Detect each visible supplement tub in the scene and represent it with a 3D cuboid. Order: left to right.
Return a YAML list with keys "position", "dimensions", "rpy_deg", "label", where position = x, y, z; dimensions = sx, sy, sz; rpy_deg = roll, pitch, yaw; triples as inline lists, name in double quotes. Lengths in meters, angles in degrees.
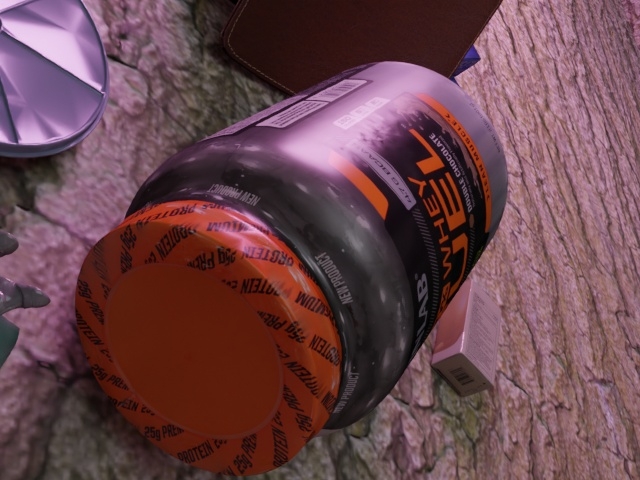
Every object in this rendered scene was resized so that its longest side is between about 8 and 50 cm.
- position: [0.000, 0.000, 0.551]
  dimensions: [0.207, 0.207, 0.338]
  rpy_deg: [56, 36, -6]
  label: "supplement tub"

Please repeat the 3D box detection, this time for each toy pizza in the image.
- position: [-0.235, -0.142, 0.511]
  dimensions: [0.201, 0.032, 0.201]
  rpy_deg: [31, 45, -36]
  label: "toy pizza"

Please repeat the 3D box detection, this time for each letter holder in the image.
- position: [0.018, -0.264, 0.833]
  dimensions: [0.302, 0.214, 0.152]
  rpy_deg: [16, 22, -44]
  label: "letter holder"

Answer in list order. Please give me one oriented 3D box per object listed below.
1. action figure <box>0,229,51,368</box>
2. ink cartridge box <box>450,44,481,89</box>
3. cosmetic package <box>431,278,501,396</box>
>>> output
- position: [-0.202, 0.098, 0.336]
  dimensions: [0.137, 0.063, 0.232]
  rpy_deg: [81, 22, -49]
  label: "action figure"
- position: [0.125, -0.331, 1.067]
  dimensions: [0.186, 0.065, 0.311]
  rpy_deg: [-20, 84, -54]
  label: "ink cartridge box"
- position: [0.160, 0.104, 0.817]
  dimensions: [0.060, 0.041, 0.115]
  rpy_deg: [46, 37, -18]
  label: "cosmetic package"
